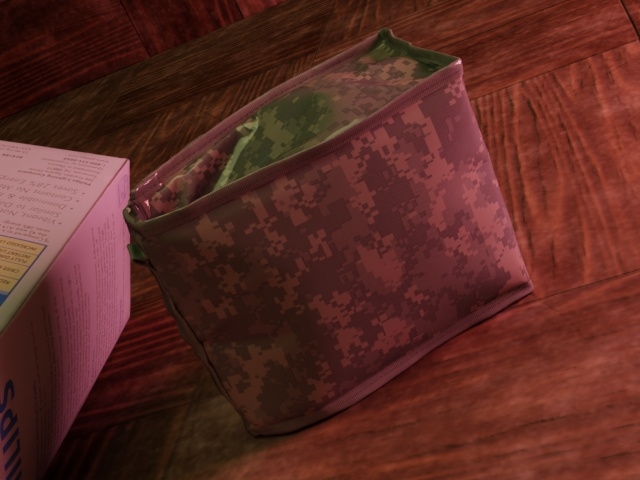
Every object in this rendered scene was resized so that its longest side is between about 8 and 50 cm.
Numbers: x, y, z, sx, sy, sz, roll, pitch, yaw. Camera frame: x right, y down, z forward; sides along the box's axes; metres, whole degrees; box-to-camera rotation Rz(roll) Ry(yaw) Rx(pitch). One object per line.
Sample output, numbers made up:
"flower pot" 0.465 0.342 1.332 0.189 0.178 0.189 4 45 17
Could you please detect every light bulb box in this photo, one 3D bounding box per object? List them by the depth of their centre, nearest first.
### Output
"light bulb box" -0.406 0.066 0.970 0.358 0.225 0.361 8 32 6

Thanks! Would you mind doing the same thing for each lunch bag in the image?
"lunch bag" 0.000 0.000 0.840 0.287 0.235 0.169 -31 30 -11
